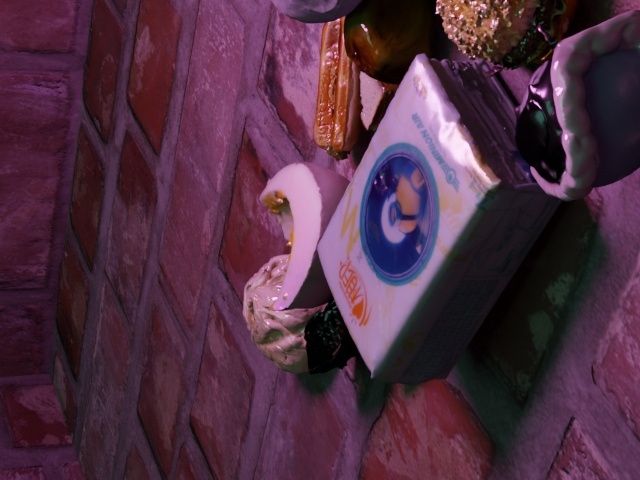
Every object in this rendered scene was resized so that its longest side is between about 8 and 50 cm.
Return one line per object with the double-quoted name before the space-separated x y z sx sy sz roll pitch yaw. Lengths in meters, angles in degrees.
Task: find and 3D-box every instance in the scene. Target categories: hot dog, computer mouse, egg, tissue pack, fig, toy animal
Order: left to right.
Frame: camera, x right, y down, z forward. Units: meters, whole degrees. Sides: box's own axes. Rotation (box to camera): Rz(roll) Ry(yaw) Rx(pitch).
"egg" 0.010 -0.008 2.142 0.206 0.161 0.271 -52 37 35
"hot dog" 0.042 -0.258 2.172 0.104 0.076 0.250 12 103 53
"computer mouse" 0.043 0.158 2.141 0.077 0.146 0.242 57 150 25
"fig" 0.108 -0.325 1.958 0.154 0.144 0.166 -49 -25 -72
"tissue pack" 0.156 -0.028 1.803 0.388 0.162 0.287 -63 36 37
"toy animal" 0.322 -0.144 1.433 0.208 0.204 0.156 108 140 -74

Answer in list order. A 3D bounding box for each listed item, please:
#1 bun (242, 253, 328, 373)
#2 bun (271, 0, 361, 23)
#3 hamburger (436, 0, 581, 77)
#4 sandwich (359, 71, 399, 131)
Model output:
"bun" -0.067 0.134 2.361 0.229 0.145 0.229 -2 87 63
"bun" 0.024 -0.496 1.920 0.354 0.194 0.354 -56 16 24
"hamburger" 0.238 -0.333 1.656 0.261 0.138 0.243 -162 72 -65
"sandwich" 0.091 -0.236 2.106 0.105 0.035 0.093 109 147 -41
